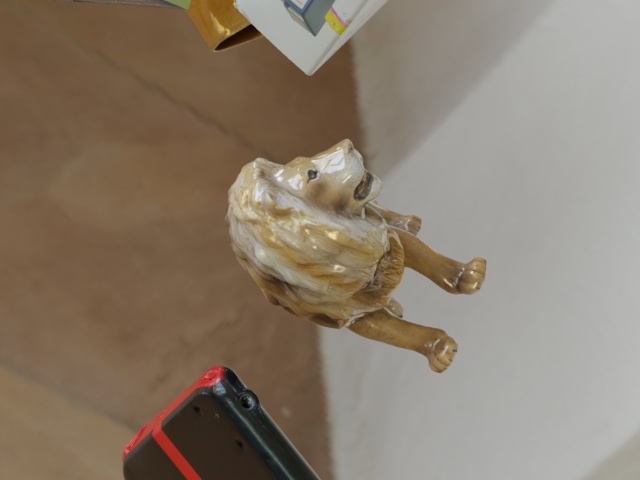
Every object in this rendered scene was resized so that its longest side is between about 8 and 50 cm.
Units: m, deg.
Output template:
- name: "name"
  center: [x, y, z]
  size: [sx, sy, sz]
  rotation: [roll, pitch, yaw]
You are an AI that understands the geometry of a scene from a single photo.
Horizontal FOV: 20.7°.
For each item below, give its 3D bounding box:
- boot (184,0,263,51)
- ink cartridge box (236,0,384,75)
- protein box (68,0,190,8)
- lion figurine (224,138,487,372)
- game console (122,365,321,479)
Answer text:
- name: "boot"
  center: [-0.148, -0.281, 1.747]
  size: [0.104, 0.295, 0.211]
  rotation: [46, 24, -77]
- name: "ink cartridge box"
  center: [0.039, -0.244, 1.370]
  size: [0.093, 0.212, 0.154]
  rotation: [45, 61, -1]
- name: "protein box"
  center: [-0.233, -0.292, 1.489]
  size: [0.199, 0.136, 0.201]
  rotation: [10, -4, 40]
- name: "lion figurine"
  center: [0.000, 0.000, 1.536]
  size: [0.240, 0.142, 0.392]
  rotation: [25, -3, -15]
- name: "game console"
  center: [-0.018, 0.299, 1.579]
  size: [0.060, 0.342, 0.386]
  rotation: [-38, 88, -29]
